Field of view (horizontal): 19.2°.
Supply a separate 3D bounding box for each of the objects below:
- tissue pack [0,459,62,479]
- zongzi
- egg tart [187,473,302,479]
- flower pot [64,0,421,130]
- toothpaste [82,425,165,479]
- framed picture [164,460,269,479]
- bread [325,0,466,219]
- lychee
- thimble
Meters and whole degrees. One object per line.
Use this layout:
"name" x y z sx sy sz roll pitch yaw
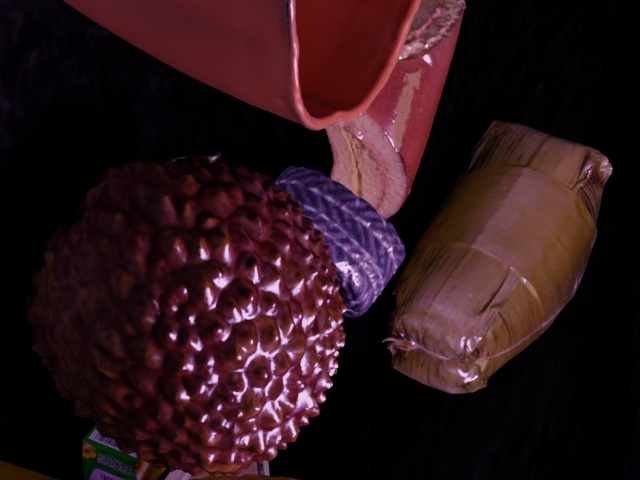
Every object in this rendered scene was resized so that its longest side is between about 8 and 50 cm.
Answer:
"tissue pack" -0.096 0.266 0.824 0.264 0.416 0.253 -15 120 -67
"zongzi" 0.153 0.073 1.763 0.274 0.145 0.300 -55 160 -32
"egg tart" -0.063 0.259 1.099 0.294 0.294 0.123 -54 137 -42
"flower pot" -0.047 -0.164 0.963 0.191 0.173 0.191 -51 150 -46
"toothpaste" -0.093 0.098 1.249 0.178 0.043 0.037 -51 151 -47
"framed picture" -0.084 0.236 1.431 0.184 0.016 0.250 -56 154 -39
"bread" 0.053 -0.107 1.434 0.119 0.067 0.192 7 99 -70
"lychee" -0.070 0.044 1.052 0.188 0.188 0.188 -53 152 -44
"thimble" 0.002 0.001 1.331 0.066 0.104 0.095 -56 152 -22
